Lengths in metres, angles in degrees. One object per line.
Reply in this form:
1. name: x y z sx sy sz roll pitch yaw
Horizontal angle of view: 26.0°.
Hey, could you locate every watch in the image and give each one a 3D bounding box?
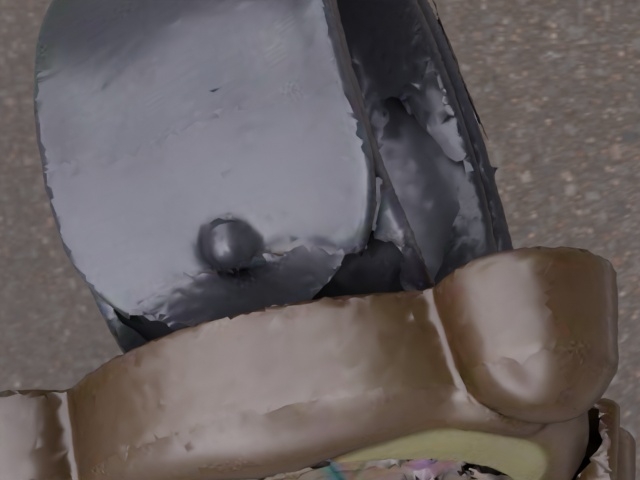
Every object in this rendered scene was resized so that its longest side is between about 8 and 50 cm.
1. watch: 0.000 0.000 0.729 0.314 0.335 0.327 -18 58 18
